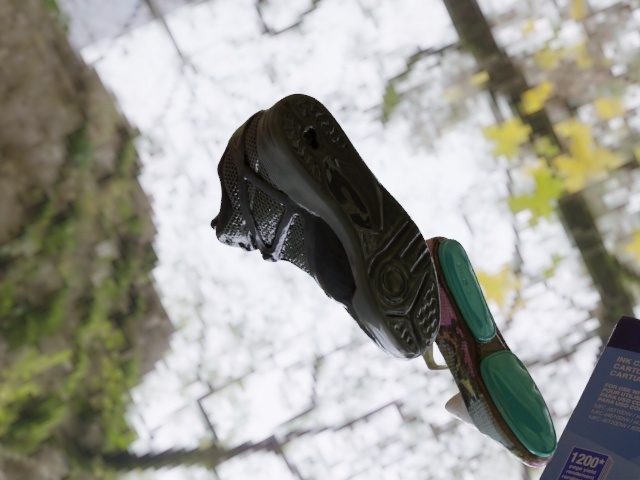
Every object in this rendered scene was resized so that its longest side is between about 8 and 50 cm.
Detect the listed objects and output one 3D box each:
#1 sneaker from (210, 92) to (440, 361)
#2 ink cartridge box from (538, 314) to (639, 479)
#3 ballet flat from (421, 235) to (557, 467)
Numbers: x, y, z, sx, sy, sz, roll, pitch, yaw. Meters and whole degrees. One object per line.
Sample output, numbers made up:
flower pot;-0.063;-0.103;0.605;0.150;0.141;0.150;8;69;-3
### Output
sneaker;0.000;0.000;1.517;0.130;0.227;0.087;-21;-160;51
ink cartridge box;0.397;0.249;2.068;0.270;0.151;0.395;15;-132;22
ballet flat;0.129;0.104;1.684;0.079;0.221;0.077;-36;165;36
